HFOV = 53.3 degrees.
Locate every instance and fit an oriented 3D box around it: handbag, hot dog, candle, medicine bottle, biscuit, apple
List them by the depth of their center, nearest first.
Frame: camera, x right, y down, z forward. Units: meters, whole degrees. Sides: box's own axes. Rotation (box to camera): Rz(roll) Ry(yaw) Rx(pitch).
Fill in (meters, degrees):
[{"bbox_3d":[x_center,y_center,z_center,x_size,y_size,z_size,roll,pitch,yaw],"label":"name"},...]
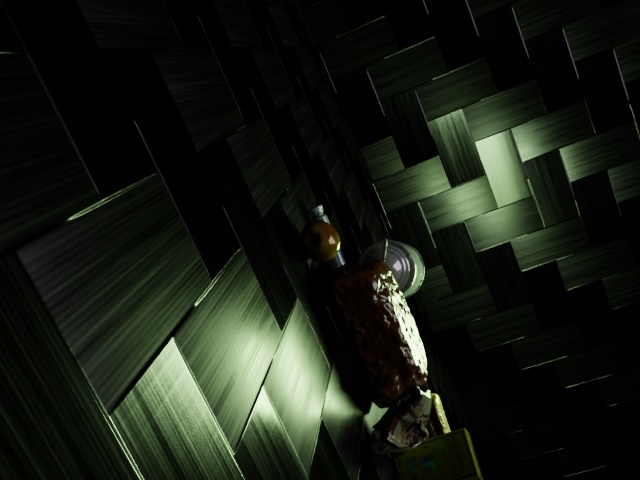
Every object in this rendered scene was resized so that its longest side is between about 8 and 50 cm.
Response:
[{"bbox_3d":[0.000,0.000,1.680,0.102,0.099,0.114,-2,75,-74],"label":"apple"},{"bbox_3d":[0.222,0.483,1.687,0.127,0.213,0.235,32,-5,23],"label":"handbag"},{"bbox_3d":[0.018,-0.010,1.870,0.051,0.051,0.191,-42,111,-76],"label":"medicine bottle"},{"bbox_3d":[0.183,0.254,1.896,0.342,0.166,0.395,-29,97,-79],"label":"biscuit"},{"bbox_3d":[0.251,0.108,2.294,0.342,0.221,0.221,7,63,-71],"label":"candle"},{"bbox_3d":[0.452,0.715,2.474,0.073,0.084,0.242,33,39,-63],"label":"hot dog"}]

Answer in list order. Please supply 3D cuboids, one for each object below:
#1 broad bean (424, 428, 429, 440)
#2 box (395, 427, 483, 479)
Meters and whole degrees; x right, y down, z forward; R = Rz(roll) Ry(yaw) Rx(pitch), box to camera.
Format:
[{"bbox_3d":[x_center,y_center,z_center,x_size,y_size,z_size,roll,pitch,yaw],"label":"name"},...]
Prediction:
[{"bbox_3d":[0.302,0.623,2.012,0.165,0.084,0.114,59,32,-62],"label":"broad bean"},{"bbox_3d":[0.323,0.624,1.771,0.064,0.220,0.141,53,19,-49],"label":"box"}]
